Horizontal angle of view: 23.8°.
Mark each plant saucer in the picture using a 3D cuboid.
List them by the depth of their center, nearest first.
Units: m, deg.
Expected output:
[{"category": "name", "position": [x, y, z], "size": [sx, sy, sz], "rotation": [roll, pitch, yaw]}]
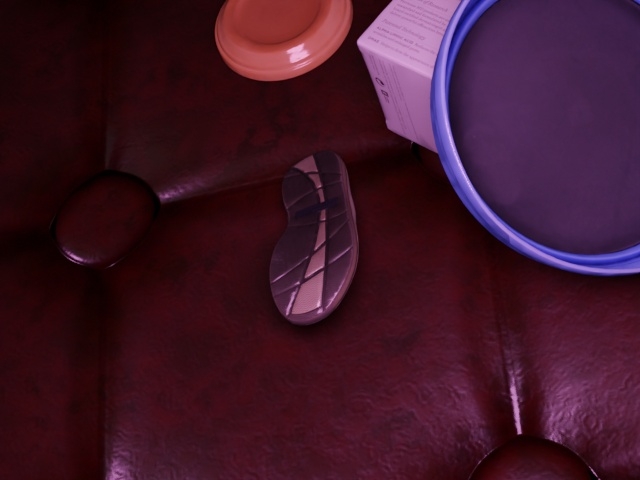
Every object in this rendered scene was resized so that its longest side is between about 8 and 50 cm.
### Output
[{"category": "plant saucer", "position": [-0.055, -0.311, 2.101], "size": [0.199, 0.037, 0.200], "rotation": [-9, 56, 13]}]

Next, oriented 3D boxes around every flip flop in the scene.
[{"category": "flip flop", "position": [0.000, 0.000, 1.868], "size": [0.112, 0.080, 0.277], "rotation": [-17, 40, 13]}]

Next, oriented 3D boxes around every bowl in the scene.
[{"category": "bowl", "position": [0.308, -0.149, 1.733], "size": [0.391, 0.077, 0.391], "rotation": [2, 81, -15]}]

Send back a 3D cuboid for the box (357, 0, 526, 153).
[{"category": "box", "position": [0.165, -0.198, 1.869], "size": [0.182, 0.181, 0.119], "rotation": [29, 69, 31]}]
